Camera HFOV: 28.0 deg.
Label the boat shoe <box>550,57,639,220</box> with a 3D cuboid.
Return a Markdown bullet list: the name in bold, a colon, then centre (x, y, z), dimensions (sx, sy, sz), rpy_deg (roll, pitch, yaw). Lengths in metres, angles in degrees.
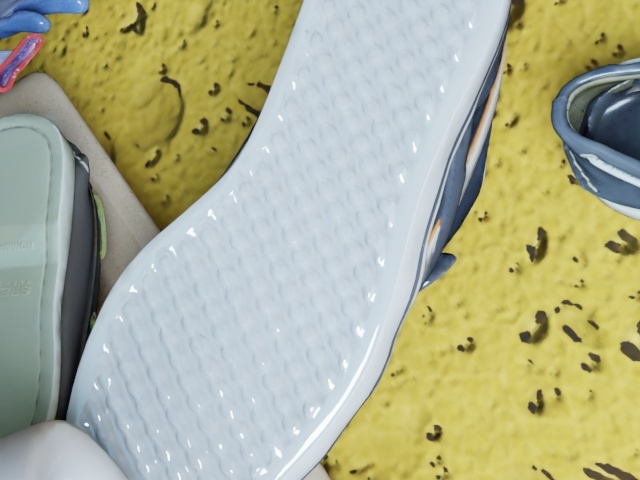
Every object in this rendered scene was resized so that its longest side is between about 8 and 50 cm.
- **boat shoe**: centre (0.222, -0.037, 0.536), dimensions (0.254, 0.079, 0.095), rpy_deg (15, 86, 30)

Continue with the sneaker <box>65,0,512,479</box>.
- **sneaker**: centre (0.000, 0.000, 0.613), dimensions (0.126, 0.127, 0.321), rpy_deg (30, 87, 12)

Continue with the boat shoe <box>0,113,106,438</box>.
- **boat shoe**: centre (-0.145, 0.055, 0.610), dimensions (0.081, 0.069, 0.228), rpy_deg (0, 67, 16)

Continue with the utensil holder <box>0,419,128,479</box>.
- **utensil holder**: centre (-0.196, 0.283, 0.400), dimensions (0.385, 0.327, 0.327), rpy_deg (-24, 67, -4)

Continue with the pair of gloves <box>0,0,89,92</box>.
- **pair of gloves**: centre (-0.205, -0.108, 0.758), dimensions (0.159, 0.023, 0.198), rpy_deg (-14, 36, 33)

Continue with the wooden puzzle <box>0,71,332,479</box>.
- **wooden puzzle**: centre (-0.193, 0.121, 0.672), dimensions (0.322, 0.080, 0.348), rpy_deg (-34, 67, -7)
